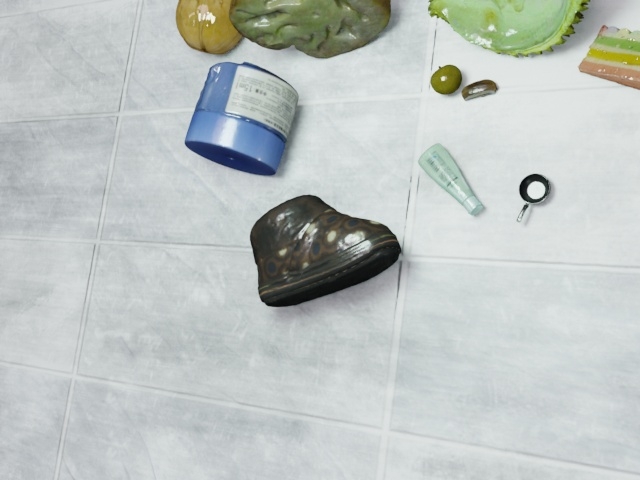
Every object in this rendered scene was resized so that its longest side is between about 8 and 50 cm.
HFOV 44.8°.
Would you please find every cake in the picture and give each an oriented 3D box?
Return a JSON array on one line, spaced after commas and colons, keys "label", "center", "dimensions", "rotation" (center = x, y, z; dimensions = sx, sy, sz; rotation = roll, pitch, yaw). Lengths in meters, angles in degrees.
[{"label": "cake", "center": [0.648, -0.378, 1.602], "dimensions": [0.225, 0.090, 0.109], "rotation": [28, 97, 32]}]

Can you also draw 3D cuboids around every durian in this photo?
[{"label": "durian", "center": [0.411, -0.506, 1.703], "dimensions": [0.395, 0.198, 0.163], "rotation": [11, 86, 33]}]

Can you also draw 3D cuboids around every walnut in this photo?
[{"label": "walnut", "center": [-0.299, -0.627, 2.152], "dimensions": [0.195, 0.195, 0.221], "rotation": [-2, 70, 30]}]

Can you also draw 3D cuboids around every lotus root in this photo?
[{"label": "lotus root", "center": [0.364, -0.351, 1.791], "dimensions": [0.083, 0.030, 0.037], "rotation": [-11, 72, 27]}, {"label": "lotus root", "center": [-0.021, -0.583, 1.869], "dimensions": [0.391, 0.375, 0.111], "rotation": [4, 67, -8]}]

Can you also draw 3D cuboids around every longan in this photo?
[{"label": "longan", "center": [0.293, -0.381, 1.817], "dimensions": [0.075, 0.075, 0.083], "rotation": [-28, 57, 22]}]

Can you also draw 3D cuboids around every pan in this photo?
[{"label": "pan", "center": [0.454, -0.089, 1.682], "dimensions": [0.068, 0.023, 0.115], "rotation": [27, 90, 31]}]

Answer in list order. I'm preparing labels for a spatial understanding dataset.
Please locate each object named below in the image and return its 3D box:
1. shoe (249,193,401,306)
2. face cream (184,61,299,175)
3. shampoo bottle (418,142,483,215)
[{"label": "shoe", "center": [0.000, 0.000, 1.838], "dimensions": [0.384, 0.171, 0.237], "rotation": [-23, 72, 32]}, {"label": "face cream", "center": [-0.196, -0.309, 1.981], "dimensions": [0.249, 0.249, 0.225], "rotation": [13, 80, 32]}, {"label": "shampoo bottle", "center": [0.301, -0.136, 1.771], "dimensions": [0.069, 0.041, 0.190], "rotation": [-41, 62, 10]}]
